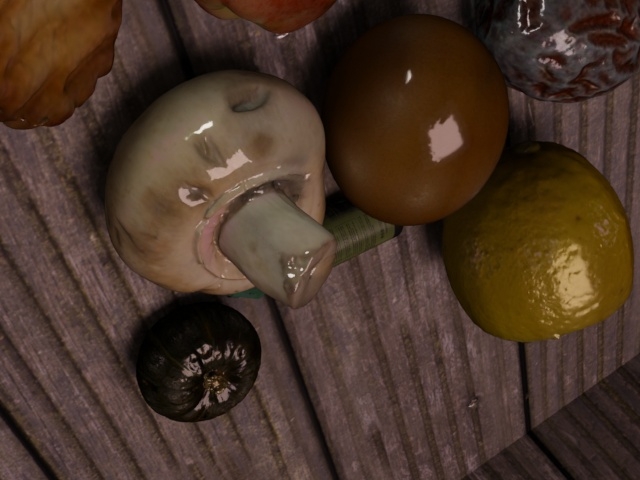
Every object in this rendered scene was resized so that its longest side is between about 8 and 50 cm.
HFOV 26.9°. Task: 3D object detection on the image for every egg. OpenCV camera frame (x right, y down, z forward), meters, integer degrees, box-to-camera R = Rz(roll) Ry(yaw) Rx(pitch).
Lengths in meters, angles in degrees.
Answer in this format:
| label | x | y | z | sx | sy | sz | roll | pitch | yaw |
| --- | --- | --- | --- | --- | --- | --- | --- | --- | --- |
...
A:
| label | x | y | z | sx | sy | sz | roll | pitch | yaw |
| --- | --- | --- | --- | --- | --- | --- | --- | --- | --- |
| egg | 0.139 | -0.176 | 2.016 | 0.282 | 0.282 | 0.351 | -20 | 147 | -28 |

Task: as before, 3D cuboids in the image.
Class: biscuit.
| label | x | y | z | sx | sy | sz | roll | pitch | yaw |
| --- | --- | --- | --- | --- | --- | --- | --- | --- | --- |
| biscuit | -0.330 | -0.284 | 1.502 | 0.326 | 0.107 | 0.326 | 16 | 90 | -71 |

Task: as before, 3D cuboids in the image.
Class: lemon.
| label | x | y | z | sx | sy | sz | roll | pitch | yaw |
| --- | --- | --- | --- | --- | --- | --- | --- | --- | --- |
| lemon | 0.384 | -0.018 | 2.415 | 0.364 | 0.364 | 0.364 | -26 | 144 | -21 |

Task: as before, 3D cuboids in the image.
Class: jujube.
| label | x | y | z | sx | sy | sz | roll | pitch | yaw |
| --- | --- | --- | --- | --- | --- | --- | --- | --- | --- |
| jujube | 0.385 | -0.339 | 2.133 | 0.308 | 0.215 | 0.246 | -10 | 135 | -37 |

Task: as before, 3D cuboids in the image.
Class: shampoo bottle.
| label | x | y | z | sx | sy | sz | roll | pitch | yaw |
| --- | --- | --- | --- | --- | --- | --- | --- | --- | --- |
| shampoo bottle | 0.000 | 0.000 | 2.244 | 0.284 | 0.101 | 0.101 | -26 | 144 | -21 |

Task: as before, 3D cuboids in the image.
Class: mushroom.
| label | x | y | z | sx | sy | sz | roll | pitch | yaw |
| --- | --- | --- | --- | --- | --- | --- | --- | --- | --- |
| mushroom | -0.112 | -0.067 | 1.903 | 0.353 | 0.353 | 0.325 | -55 | 175 | 21 |

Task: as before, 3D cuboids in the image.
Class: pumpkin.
| label | x | y | z | sx | sy | sz | roll | pitch | yaw |
| --- | --- | --- | --- | --- | --- | --- | --- | --- | --- |
| pumpkin | -0.200 | 0.206 | 2.235 | 0.223 | 0.157 | 0.224 | -20 | 130 | -25 |

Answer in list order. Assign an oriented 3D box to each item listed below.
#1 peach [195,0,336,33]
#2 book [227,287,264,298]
| label | x | y | z | sx | sy | sz | roll | pitch | yaw |
| --- | --- | --- | --- | --- | --- | --- | --- | --- | --- |
| peach | -0.057 | -0.386 | 1.639 | 0.232 | 0.232 | 0.257 | 16 | 97 | -52 |
| book | -0.125 | 0.057 | 2.262 | 0.135 | 0.017 | 0.103 | 10 | 121 | -50 |
